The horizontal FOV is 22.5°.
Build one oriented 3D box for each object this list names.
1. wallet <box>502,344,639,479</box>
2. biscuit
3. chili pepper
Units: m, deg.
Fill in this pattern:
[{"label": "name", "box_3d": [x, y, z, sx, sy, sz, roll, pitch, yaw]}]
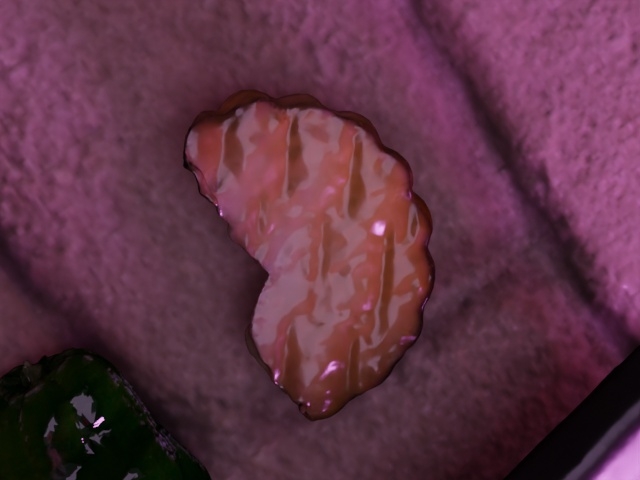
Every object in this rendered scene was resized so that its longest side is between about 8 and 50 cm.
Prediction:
[{"label": "wallet", "box_3d": [0.089, 0.235, 0.895, 0.377, 0.051, 0.197, -42, 131, -3]}, {"label": "biscuit", "box_3d": [0.000, 0.000, 0.858, 0.118, 0.061, 0.183, -21, 106, -10]}, {"label": "chili pepper", "box_3d": [-0.088, 0.167, 0.860, 0.099, 0.083, 0.253, -42, 110, -12]}]
